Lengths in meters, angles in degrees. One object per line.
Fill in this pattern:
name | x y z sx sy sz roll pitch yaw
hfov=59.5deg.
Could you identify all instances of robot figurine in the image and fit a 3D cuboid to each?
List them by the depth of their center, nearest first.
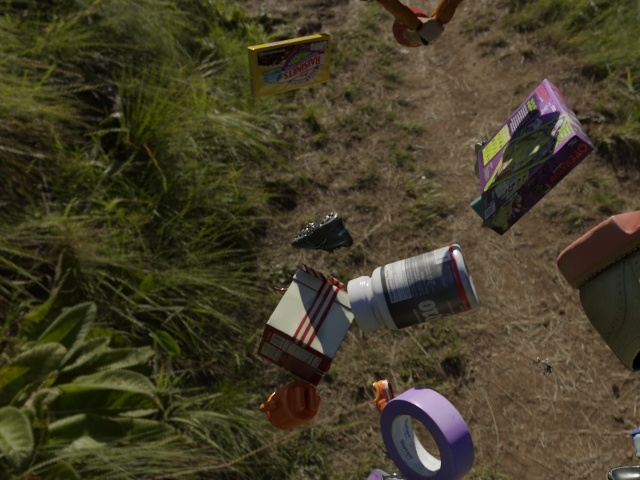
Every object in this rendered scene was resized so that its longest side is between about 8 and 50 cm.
robot figurine | -0.086 0.507 1.714 0.158 0.128 0.219 -34 -5 -41

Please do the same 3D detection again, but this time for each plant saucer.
plant saucer | 0.489 -0.117 1.539 0.018 0.067 0.192 -41 -2 -34

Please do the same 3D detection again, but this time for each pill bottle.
pill bottle | 0.222 0.124 1.358 0.283 0.161 0.161 -18 43 16

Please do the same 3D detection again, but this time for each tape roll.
tape roll | 0.295 0.562 1.585 0.090 0.274 0.275 -16 30 -36

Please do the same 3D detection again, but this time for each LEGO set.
LEGO set | 0.721 0.401 1.790 0.023 0.083 0.054 -18 63 49

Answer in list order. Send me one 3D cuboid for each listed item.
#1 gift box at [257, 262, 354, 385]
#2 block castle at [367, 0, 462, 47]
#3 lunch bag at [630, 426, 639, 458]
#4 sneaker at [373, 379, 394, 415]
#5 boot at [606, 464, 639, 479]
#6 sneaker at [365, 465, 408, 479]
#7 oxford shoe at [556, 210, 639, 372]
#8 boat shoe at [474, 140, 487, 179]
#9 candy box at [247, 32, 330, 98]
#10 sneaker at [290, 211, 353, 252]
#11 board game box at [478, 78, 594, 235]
gift box | -0.044 0.242 1.719 0.276 0.255 0.258 32 53 2
block castle | 0.123 -0.631 1.119 0.303 0.453 0.213 -53 21 15
lunch bag | 0.936 0.523 1.445 0.219 0.176 0.090 10 59 -15
sneaker | 0.212 0.548 1.832 0.067 0.064 0.175 -20 60 21
boot | 0.796 0.513 1.296 0.237 0.178 0.085 -2 31 15
sneaker | 0.263 0.756 1.695 0.283 0.107 0.124 5 37 36
oxford shoe | 0.335 0.004 0.408 0.141 0.397 0.146 -14 71 -10
boat shoe | 0.551 -0.272 1.904 0.042 0.133 0.049 -22 30 -25
candy box | -0.064 -0.381 1.218 0.206 0.105 0.027 -24 42 -32
sneaker | 0.000 0.000 1.681 0.101 0.106 0.267 -49 14 -27
board game box | 0.387 -0.169 1.057 0.208 0.056 0.346 -55 6 32
